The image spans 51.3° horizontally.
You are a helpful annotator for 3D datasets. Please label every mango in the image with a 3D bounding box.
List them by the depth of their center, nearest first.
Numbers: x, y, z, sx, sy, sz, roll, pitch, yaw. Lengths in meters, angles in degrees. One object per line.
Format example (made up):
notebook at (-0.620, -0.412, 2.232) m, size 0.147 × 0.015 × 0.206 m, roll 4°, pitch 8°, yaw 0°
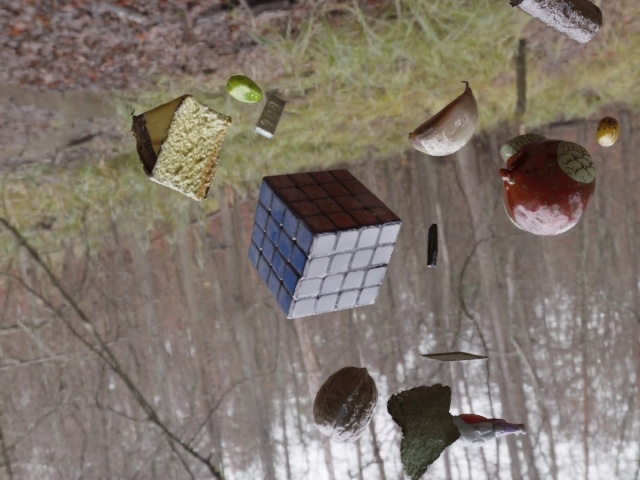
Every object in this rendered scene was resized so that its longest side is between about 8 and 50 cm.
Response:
mango at (0.749, -0.281, 1.738) m, size 0.057 × 0.079 × 0.114 m, roll 2°, pitch 171°, yaw 25°
mango at (-0.207, -0.411, 1.819) m, size 0.108 × 0.056 × 0.073 m, roll 21°, pitch 140°, yaw -33°

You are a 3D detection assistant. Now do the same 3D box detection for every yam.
yam at (0.648, -0.651, 1.837) m, size 0.279 × 0.131 × 0.131 m, roll 16°, pitch 169°, yaw -29°

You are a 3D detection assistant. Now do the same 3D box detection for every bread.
bread at (-0.219, -0.151, 1.089) m, size 0.127 × 0.152 × 0.147 m, roll -14°, pitch 164°, yaw 27°

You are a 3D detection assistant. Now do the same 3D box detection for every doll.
doll at (0.361, 0.437, 1.538) m, size 0.227 × 0.075 × 0.102 m, roll 1°, pitch 162°, yaw -16°

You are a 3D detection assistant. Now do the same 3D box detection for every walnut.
walnut at (0.074, 0.468, 1.931) m, size 0.178 × 0.231 × 0.178 m, roll 29°, pitch 178°, yaw 1°

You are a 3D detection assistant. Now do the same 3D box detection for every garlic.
garlic at (0.327, -0.284, 1.656) m, size 0.206 × 0.115 × 0.128 m, roll -44°, pitch -171°, yaw 12°

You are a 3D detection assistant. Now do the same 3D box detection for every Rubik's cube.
Rubik's cube at (0.000, 0.000, 2.133) m, size 0.343 × 0.337 × 0.344 m, roll -7°, pitch -140°, yaw -31°

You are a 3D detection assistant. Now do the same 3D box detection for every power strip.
power strip at (-0.140, -0.354, 1.889) m, size 0.056 × 0.123 × 0.032 m, roll 25°, pitch 157°, yaw -14°

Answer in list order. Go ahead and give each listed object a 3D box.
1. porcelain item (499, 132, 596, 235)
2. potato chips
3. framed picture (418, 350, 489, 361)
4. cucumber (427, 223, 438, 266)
porcelain item at (0.511, -0.137, 1.571) m, size 0.252 × 0.253 × 0.253 m, roll -9°, pitch -178°, yaw 0°
potato chips at (0.209, 0.385, 1.377) m, size 0.167 × 0.228 × 0.059 m, roll 15°, pitch 130°, yaw -17°
framed picture at (0.461, 0.406, 2.325) m, size 0.172 × 0.010 × 0.231 m, roll -2°, pitch 175°, yaw -13°
cucumber at (0.340, 0.015, 2.013) m, size 0.033 × 0.135 × 0.034 m, roll 6°, pitch 158°, yaw -5°
